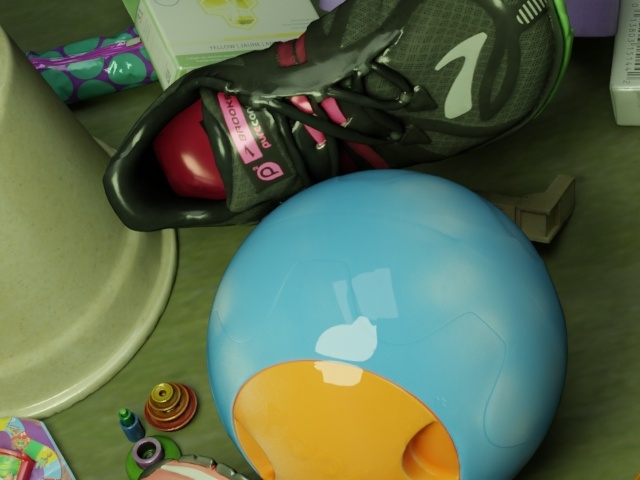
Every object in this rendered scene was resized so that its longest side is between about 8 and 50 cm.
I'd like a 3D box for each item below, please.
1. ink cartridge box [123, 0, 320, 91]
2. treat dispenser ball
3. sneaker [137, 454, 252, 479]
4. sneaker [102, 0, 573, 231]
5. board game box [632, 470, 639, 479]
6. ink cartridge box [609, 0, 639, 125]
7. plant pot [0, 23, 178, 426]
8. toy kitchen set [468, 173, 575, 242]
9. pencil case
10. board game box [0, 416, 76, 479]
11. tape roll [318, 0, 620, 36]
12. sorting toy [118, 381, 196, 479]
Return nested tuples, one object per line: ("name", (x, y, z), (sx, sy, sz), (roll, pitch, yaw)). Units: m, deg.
("ink cartridge box", (-0.103, -0.234, 1.974), (0.171, 0.056, 0.235), (-7, 50, -24))
("treat dispenser ball", (0.053, 0.086, 1.598), (0.288, 0.288, 0.288), (-8, 54, 11))
("sneaker", (-0.049, 0.282, 1.600), (0.314, 0.116, 0.136), (27, 71, 31))
("sneaker", (0.008, -0.103, 1.664), (0.483, 0.185, 0.202), (-26, 10, 39))
("board game box", (0.395, 0.278, 1.257), (0.357, 0.356, 0.356), (14, 58, -1))
("ink cartridge box", (0.414, -0.241, 1.864), (0.261, 0.066, 0.296), (1, 56, 17))
("plant pot", (-0.329, -0.046, 1.791), (0.334, 0.305, 0.333), (-7, 54, 10))
("toy kitchen set", (0.178, -0.019, 1.796), (0.083, 0.068, 0.075), (11, 31, 23))
("pencil case", (-0.220, -0.178, 2.000), (0.152, 0.070, 0.064), (-14, 66, 8))
("board game box", (-0.283, 0.225, 1.744), (0.133, 0.033, 0.168), (-32, 60, -4))
("tape roll", (0.138, -0.244, 1.824), (0.275, 0.275, 0.090), (9, 100, 21))
("sorting toy", (-0.148, 0.164, 1.755), (0.061, 0.042, 0.102), (6, 58, 20))
